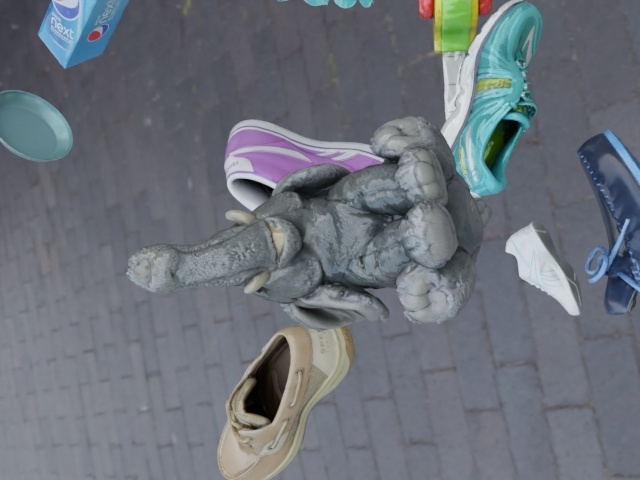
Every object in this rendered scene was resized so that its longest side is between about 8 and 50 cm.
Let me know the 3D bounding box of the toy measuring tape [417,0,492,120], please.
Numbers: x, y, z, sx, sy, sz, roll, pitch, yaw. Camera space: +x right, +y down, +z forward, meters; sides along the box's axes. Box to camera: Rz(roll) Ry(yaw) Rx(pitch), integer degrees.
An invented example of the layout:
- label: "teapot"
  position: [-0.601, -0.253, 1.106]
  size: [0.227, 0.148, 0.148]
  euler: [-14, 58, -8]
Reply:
- label: "toy measuring tape"
  position: [0.202, -0.304, 1.567]
  size: [0.121, 0.121, 0.330]
  euler: [-3, 89, 59]

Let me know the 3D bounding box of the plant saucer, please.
- label: "plant saucer"
  position: [-0.385, -0.146, 1.387]
  size: [0.021, 0.119, 0.119]
  euler: [-45, 57, 35]

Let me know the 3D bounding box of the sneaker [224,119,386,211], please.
- label: "sneaker"
  position: [-0.002, -0.069, 1.502]
  size: [0.161, 0.282, 0.102]
  euler: [-91, 15, -52]

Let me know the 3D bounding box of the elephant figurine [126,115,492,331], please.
- label: "elephant figurine"
  position: [0.000, 0.000, 0.855]
  size: [0.239, 0.186, 0.169]
  euler: [-15, 40, 21]

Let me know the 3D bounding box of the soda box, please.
- label: "soda box"
  position: [-0.303, -0.324, 1.394]
  size: [0.067, 0.071, 0.210]
  euler: [51, 139, 7]

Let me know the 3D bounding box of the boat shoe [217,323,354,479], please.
- label: "boat shoe"
  position: [-0.079, 0.224, 1.447]
  size: [0.122, 0.110, 0.341]
  euler: [55, 131, 31]

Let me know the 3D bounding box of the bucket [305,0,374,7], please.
- label: "bucket"
  position: [-0.041, -0.463, 1.574]
  size: [0.281, 0.281, 0.183]
  euler: [18, 100, 56]

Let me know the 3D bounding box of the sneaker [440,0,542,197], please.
- label: "sneaker"
  position: [0.246, -0.185, 1.398]
  size: [0.110, 0.107, 0.275]
  euler: [15, 86, 50]

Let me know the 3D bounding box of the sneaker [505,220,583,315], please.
- label: "sneaker"
  position: [0.319, 0.045, 1.488]
  size: [0.061, 0.054, 0.152]
  euler: [-29, 101, 29]

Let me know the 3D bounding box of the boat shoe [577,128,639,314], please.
- label: "boat shoe"
  position: [0.259, 0.037, 0.823]
  size: [0.089, 0.109, 0.258]
  euler: [-31, 73, 21]
